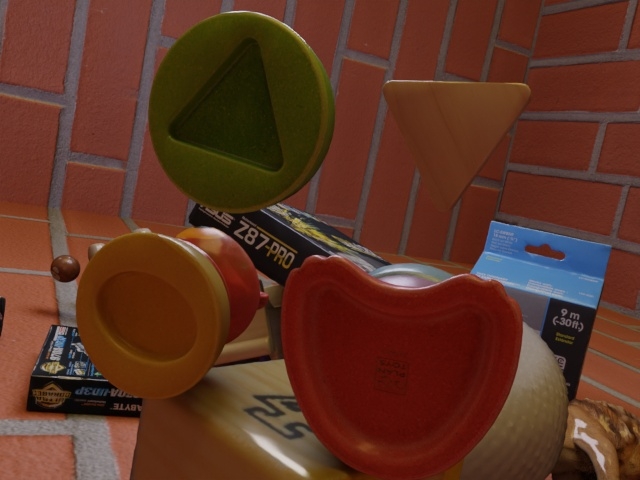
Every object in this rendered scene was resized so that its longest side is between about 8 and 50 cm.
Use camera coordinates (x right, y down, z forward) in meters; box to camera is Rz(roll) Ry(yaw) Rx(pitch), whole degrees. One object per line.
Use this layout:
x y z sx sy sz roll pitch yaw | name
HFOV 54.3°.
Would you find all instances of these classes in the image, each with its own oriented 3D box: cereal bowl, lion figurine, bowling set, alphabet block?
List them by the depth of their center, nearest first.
-0.026 0.222 0.516 0.197 0.192 0.194 18 12 43 | alphabet block
0.119 0.141 0.731 0.339 0.141 0.339 1 19 0 | cereal bowl
0.259 0.259 0.817 0.392 0.142 0.240 19 21 4 | lion figurine
-0.411 0.093 1.226 0.200 0.154 0.287 -11 -11 -15 | bowling set

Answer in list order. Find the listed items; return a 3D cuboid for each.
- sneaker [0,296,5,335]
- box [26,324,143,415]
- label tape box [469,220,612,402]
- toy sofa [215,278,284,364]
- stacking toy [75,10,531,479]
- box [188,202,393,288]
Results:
-0.551 0.126 0.936 0.094 0.081 0.208 9 7 -1 | sneaker
-0.321 0.187 0.919 0.175 0.051 0.220 9 7 -19 | box
0.397 0.147 1.206 0.241 0.333 0.106 14 7 26 | label tape box
-0.093 0.163 1.116 0.150 0.177 0.362 -12 -5 17 | toy sofa
0.000 0.000 0.460 0.309 0.279 0.130 17 10 17 | stacking toy
0.003 0.034 1.106 0.318 0.097 0.395 35 7 26 | box
